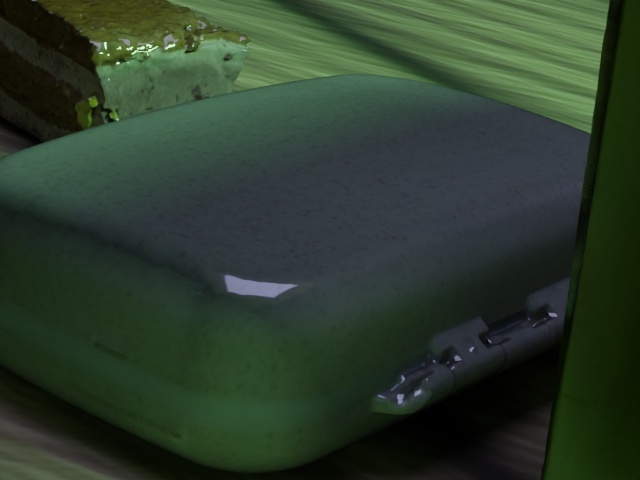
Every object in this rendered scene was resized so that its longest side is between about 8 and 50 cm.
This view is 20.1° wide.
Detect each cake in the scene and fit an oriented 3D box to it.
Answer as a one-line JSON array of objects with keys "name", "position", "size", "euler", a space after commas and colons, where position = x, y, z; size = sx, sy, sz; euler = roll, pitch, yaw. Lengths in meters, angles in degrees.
[{"name": "cake", "position": [-0.199, -0.132, 1.295], "size": [0.295, 0.116, 0.113], "euler": [21, 25, 34]}]

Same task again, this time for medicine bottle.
[{"name": "medicine bottle", "position": [0.000, 0.000, 0.995], "size": [0.282, 0.123, 0.375], "euler": [20, 26, 36]}]

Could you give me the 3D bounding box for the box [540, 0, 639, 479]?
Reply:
[{"name": "box", "position": [0.280, -0.049, 0.846], "size": [0.138, 0.373, 0.420], "euler": [22, 26, 34]}]
